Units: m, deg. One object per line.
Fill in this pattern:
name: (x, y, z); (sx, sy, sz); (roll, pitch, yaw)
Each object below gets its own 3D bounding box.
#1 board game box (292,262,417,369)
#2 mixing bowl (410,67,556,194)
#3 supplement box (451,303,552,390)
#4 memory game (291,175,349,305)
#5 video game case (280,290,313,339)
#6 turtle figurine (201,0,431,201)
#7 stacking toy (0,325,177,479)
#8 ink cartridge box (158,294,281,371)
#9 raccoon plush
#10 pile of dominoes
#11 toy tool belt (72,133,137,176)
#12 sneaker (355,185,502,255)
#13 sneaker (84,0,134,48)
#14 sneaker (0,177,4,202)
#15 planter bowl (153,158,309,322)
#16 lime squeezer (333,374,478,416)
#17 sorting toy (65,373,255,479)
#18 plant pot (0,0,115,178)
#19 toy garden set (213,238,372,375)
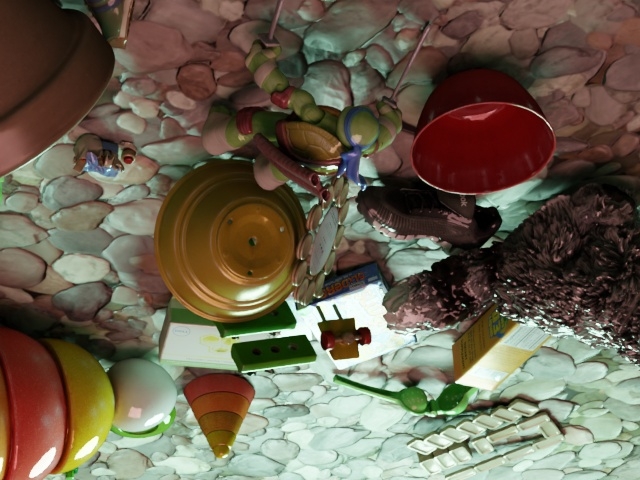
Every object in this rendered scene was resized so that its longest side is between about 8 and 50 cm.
board game box: (0.055, 0.118, 2.246); (0.136, 0.035, 0.201); (-21, 143, 10)
mixing bowl: (0.196, -0.149, 1.838); (0.181, 0.098, 0.181); (-3, 145, -2)
supplement box: (0.293, 0.144, 2.288); (0.080, 0.078, 0.233); (16, 140, -22)
memory game: (0.000, 0.000, 1.975); (0.012, 0.186, 0.186); (18, 148, 15)
video game case: (-0.093, 0.115, 2.258); (0.157, 0.019, 0.143); (-4, 145, 1)
turtle figurine: (-0.007, -0.173, 1.784); (0.198, 0.275, 0.266); (-5, 173, -39)
stacking toy: (-0.438, 0.262, 2.244); (0.480, 0.351, 0.350); (0, 148, -34)
ink cartridge box: (-0.140, 0.110, 2.185); (0.171, 0.056, 0.235); (6, 145, -12)
raccoon plush: (0.343, 0.130, 2.024); (0.446, 0.299, 0.216); (-29, 152, 13)
pile of dominoes: (0.292, 0.347, 2.635); (0.251, 0.040, 0.196); (-24, 141, 12)
toy tool belt: (-0.278, -0.100, 1.900); (0.083, 0.051, 0.052); (11, 143, -21)
sneaker: (0.156, -0.043, 2.011); (0.234, 0.078, 0.106); (19, 136, -35)
sneaker: (-0.244, -0.294, 1.624); (0.086, 0.064, 0.192); (10, 143, -7)
sneaker: (-0.593, -0.115, 1.783); (0.202, 0.185, 0.483); (12, 171, 46)
planter bowl: (-0.100, 0.001, 1.909); (0.217, 0.217, 0.090); (11, 177, -21)
lime squeezer: (0.181, 0.253, 2.451); (0.310, 0.059, 0.110); (-6, 145, 5)
sorting toy: (-0.281, 0.331, 2.455); (0.365, 0.126, 0.127); (-14, 144, 13)
plant pot: (-0.388, -0.220, 1.586); (0.263, 0.263, 0.229); (-19, 123, 21)
toy garden set: (-0.062, 0.092, 2.033); (0.204, 0.244, 0.049); (-6, 133, -26)
